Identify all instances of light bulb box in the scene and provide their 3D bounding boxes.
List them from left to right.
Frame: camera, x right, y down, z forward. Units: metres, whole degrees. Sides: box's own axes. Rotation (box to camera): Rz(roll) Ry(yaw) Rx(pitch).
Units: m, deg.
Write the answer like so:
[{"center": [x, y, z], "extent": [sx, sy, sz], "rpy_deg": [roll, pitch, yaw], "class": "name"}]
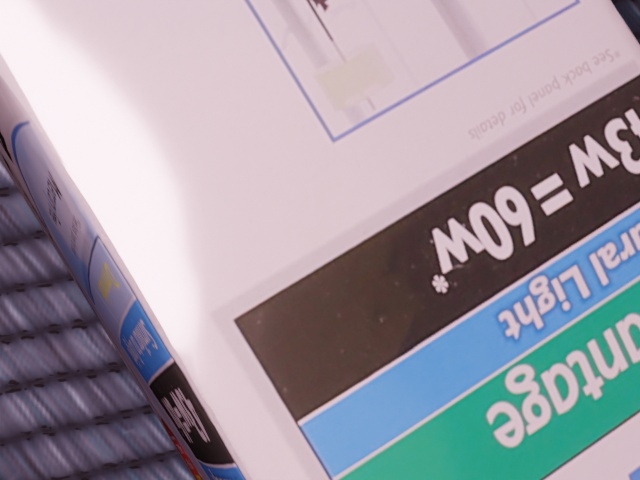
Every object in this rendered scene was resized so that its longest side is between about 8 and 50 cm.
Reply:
[{"center": [0.000, 0.000, 0.569], "extent": [0.225, 0.358, 0.361], "rpy_deg": [-31, 86, -14], "class": "light bulb box"}]
